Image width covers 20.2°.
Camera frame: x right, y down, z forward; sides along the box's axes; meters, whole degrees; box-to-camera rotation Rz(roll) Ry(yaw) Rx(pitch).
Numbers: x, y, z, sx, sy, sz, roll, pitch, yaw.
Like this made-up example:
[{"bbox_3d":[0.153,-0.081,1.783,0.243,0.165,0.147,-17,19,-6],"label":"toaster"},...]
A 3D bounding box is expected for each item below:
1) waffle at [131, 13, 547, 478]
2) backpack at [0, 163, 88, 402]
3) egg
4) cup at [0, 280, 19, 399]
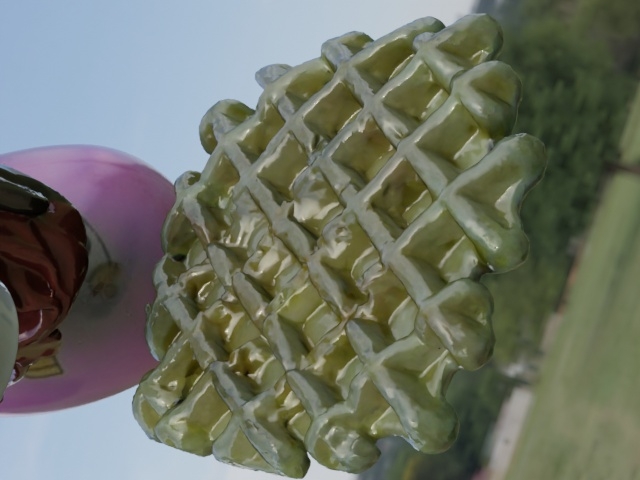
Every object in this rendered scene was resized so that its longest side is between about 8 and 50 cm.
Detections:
[{"bbox_3d":[0.000,0.000,1.077,0.309,0.056,0.291,-7,64,47],"label":"waffle"},{"bbox_3d":[-0.259,0.022,1.057,0.229,0.229,0.138,79,-169,-77],"label":"backpack"},{"bbox_3d":[-0.214,0.035,1.294,0.196,0.271,0.196,-24,-90,-83],"label":"egg"},{"bbox_3d":[-0.176,0.024,0.531,0.136,0.099,0.133,-48,-43,-14],"label":"cup"}]
